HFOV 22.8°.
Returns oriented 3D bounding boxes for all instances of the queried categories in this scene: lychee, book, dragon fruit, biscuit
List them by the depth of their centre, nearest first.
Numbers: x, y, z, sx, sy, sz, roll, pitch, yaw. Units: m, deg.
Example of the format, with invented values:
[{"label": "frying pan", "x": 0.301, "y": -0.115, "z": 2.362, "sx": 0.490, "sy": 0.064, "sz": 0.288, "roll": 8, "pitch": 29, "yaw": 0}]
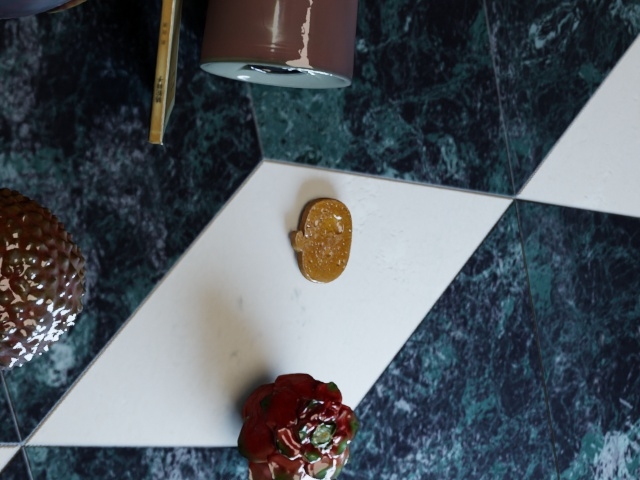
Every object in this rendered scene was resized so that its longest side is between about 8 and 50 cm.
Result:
[{"label": "lychee", "x": -0.287, "y": 0.034, "z": 1.337, "sx": 0.197, "sy": 0.165, "sz": 0.165, "roll": -35, "pitch": 124, "yaw": -61}, {"label": "book", "x": -0.131, "y": -0.220, "z": 1.406, "sx": 0.018, "sy": 0.170, "sz": 0.242, "roll": 6, "pitch": 106, "yaw": -4}, {"label": "dragon fruit", "x": -0.021, "y": 0.203, "z": 1.625, "sx": 0.130, "sy": 0.121, "sz": 0.142, "roll": 14, "pitch": 119, "yaw": -10}, {"label": "biscuit", "x": 0.000, "y": 0.000, "z": 1.662, "sx": 0.078, "sy": 0.015, "sz": 0.091, "roll": 4, "pitch": 96, "yaw": -38}]

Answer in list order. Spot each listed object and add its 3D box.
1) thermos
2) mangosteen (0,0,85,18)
[{"label": "thermos", "x": -0.042, "y": -0.286, "z": 1.499, "sx": 0.176, "sy": 0.146, "sz": 0.265, "roll": 5, "pitch": 89, "yaw": -14}, {"label": "mangosteen", "x": -0.249, "y": -0.317, "z": 1.227, "sx": 0.311, "sy": 0.311, "sz": 0.311, "roll": -9, "pitch": 105, "yaw": -38}]
